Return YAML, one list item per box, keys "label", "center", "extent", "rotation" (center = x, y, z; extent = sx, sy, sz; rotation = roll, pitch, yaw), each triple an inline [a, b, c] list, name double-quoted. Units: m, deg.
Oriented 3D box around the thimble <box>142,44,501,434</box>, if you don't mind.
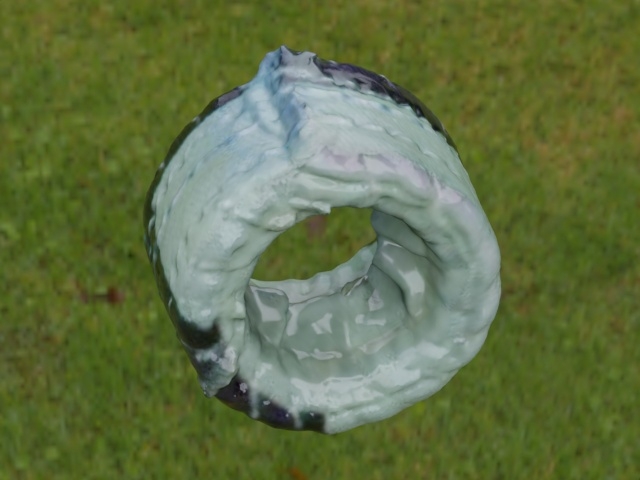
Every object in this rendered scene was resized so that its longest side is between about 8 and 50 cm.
- label: "thimble"
  center: [0.000, 0.000, 1.171]
  extent: [0.237, 0.237, 0.150]
  rotation: [-9, 36, -12]
